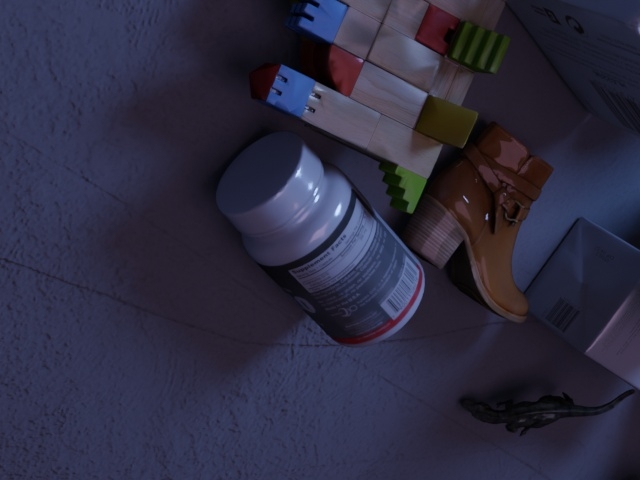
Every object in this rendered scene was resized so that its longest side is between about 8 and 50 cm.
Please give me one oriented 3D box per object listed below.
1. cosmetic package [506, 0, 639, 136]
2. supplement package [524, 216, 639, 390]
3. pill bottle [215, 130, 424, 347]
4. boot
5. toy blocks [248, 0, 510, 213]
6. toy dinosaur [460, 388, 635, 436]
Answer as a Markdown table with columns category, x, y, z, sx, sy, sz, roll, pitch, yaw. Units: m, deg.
| category | x | y | z | sx | sy | sz | roll | pitch | yaw |
| --- | --- | --- | --- | --- | --- | --- | --- | --- | --- |
| cosmetic package | 0.504 | -0.353 | 1.487 | 0.393 | 0.329 | 0.327 | -48 | 124 | -1 |
| supplement package | 0.493 | 0.125 | 1.807 | 0.293 | 0.177 | 0.175 | 31 | 96 | -35 |
| pill bottle | 0.000 | 0.000 | 1.492 | 0.161 | 0.161 | 0.283 | -44 | 125 | -2 |
| boot | 0.262 | -0.022 | 1.671 | 0.283 | 0.109 | 0.220 | 38 | 89 | -29 |
| toy blocks | 0.066 | -0.261 | 1.407 | 0.261 | 0.191 | 0.381 | 23 | 91 | -25 |
| toy dinosaur | 0.361 | 0.273 | 1.841 | 0.268 | 0.118 | 0.064 | -8 | 76 | 5 |
